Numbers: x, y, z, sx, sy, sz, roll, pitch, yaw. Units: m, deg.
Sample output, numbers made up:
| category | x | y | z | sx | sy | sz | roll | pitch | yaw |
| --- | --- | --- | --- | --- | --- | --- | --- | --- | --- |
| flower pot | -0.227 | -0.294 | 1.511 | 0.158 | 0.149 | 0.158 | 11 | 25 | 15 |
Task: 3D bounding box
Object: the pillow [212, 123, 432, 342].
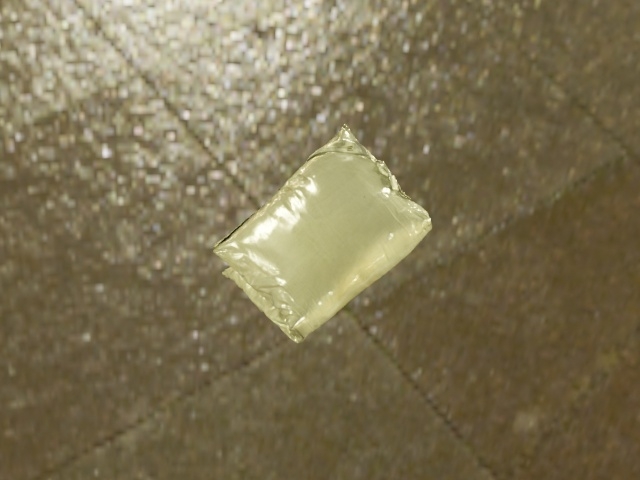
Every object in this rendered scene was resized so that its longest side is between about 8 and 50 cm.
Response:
| category | x | y | z | sx | sy | sz | roll | pitch | yaw |
| --- | --- | --- | --- | --- | --- | --- | --- | --- | --- |
| pillow | 0.000 | 0.000 | 1.614 | 0.181 | 0.078 | 0.134 | -41 | 60 | -2 |
